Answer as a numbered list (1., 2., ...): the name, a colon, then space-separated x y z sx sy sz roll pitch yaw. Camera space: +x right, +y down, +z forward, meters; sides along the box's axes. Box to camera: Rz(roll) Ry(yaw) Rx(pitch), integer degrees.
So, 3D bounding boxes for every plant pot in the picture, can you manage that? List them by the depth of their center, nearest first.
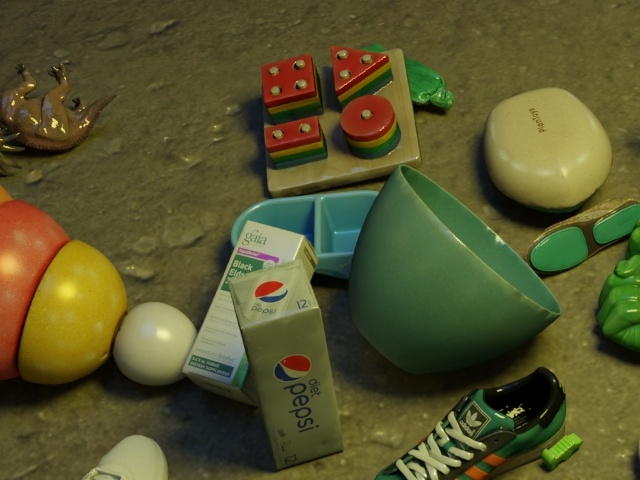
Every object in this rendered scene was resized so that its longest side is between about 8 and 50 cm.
1. plant pot: 0.151 0.066 1.476 0.195 0.290 0.290 -49 46 14

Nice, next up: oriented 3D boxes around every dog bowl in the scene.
1. dog bowl: 0.000 0.000 1.676 0.297 0.074 0.166 -5 45 5

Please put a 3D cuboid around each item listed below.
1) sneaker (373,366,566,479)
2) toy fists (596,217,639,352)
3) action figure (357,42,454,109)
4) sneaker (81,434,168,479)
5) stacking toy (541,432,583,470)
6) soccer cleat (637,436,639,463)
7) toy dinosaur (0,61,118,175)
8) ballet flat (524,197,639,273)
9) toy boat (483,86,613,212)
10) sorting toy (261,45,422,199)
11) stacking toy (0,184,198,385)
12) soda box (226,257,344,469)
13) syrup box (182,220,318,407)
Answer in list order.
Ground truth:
1. sneaker: 0.175 0.252 1.360 0.302 0.121 0.108 -29 47 -17
2. toy fists: 0.480 0.046 1.527 0.142 0.096 0.279 18 53 27
3. action figure: 0.140 -0.279 1.932 0.232 0.063 0.137 28 54 37
4. sneaker: -0.286 0.327 1.340 0.108 0.169 0.292 8 47 20
5. stacking toy: 0.285 0.336 1.306 0.221 0.052 0.167 -33 49 -21
6. soccer cleat: 0.492 0.301 1.237 0.116 0.143 0.331 -27 47 -15
7. toy dinosaur: -0.508 -0.202 1.944 0.296 0.127 0.200 1 52 -5
8. ballet flat: 0.384 -0.008 1.631 0.206 0.073 0.067 -20 18 -13
9. toy boat: 0.418 -0.139 1.705 0.318 0.148 0.267 -13 39 8
10. sorting toy: 0.022 -0.219 1.829 0.255 0.089 0.257 -12 53 9
11. stacking toy: -0.400 0.098 1.548 0.480 0.350 0.350 20 50 5
12. soda box: -0.039 0.160 1.373 0.098 0.286 0.091 -16 44 -6
13. syrup box: -0.094 0.100 1.527 0.093 0.096 0.237 15 71 20
